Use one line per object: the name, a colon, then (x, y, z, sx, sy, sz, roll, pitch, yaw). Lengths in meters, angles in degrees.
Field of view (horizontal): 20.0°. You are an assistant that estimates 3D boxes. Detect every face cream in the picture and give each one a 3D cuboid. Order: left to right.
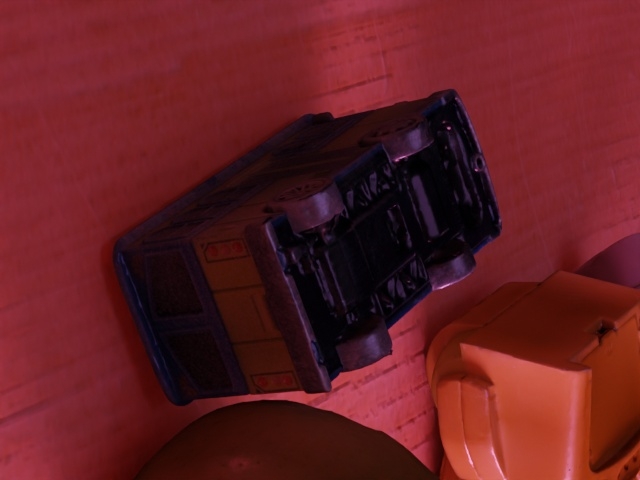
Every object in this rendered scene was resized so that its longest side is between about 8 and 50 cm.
face cream: (0.372, 0.128, 1.975, 0.073, 0.107, 0.269, -5, 63, -52)

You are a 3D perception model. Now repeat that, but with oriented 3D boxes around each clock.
clock: (0.225, 0.213, 1.810, 0.244, 0.200, 0.317, -27, 118, -49)

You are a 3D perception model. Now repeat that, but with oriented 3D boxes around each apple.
apple: (-0.025, 0.252, 1.403, 0.279, 0.279, 0.279, 4, 85, -54)

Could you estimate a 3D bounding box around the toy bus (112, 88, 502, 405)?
toy bus: (0.000, 0.000, 1.483, 0.312, 0.190, 0.152, -38, 112, -49)
